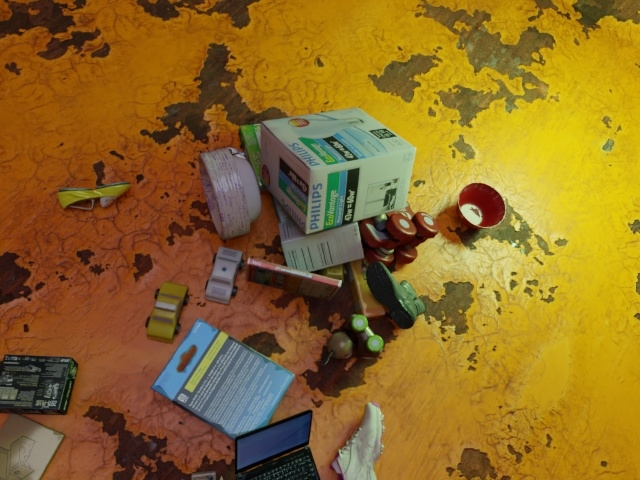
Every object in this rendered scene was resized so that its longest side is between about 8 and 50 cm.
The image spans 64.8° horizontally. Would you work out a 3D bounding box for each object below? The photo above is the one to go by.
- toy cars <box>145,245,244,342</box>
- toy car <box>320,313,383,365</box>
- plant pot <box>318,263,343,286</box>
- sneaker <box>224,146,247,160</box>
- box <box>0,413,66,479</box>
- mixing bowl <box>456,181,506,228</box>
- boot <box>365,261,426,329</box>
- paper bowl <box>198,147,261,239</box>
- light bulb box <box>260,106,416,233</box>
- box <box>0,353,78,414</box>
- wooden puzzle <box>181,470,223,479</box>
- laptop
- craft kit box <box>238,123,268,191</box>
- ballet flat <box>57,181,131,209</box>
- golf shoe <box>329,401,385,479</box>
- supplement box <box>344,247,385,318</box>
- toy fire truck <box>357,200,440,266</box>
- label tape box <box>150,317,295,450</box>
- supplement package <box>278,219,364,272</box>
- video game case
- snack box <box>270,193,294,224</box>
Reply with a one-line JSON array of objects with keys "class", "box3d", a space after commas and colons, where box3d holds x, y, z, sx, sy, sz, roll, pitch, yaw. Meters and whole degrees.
[{"class": "toy cars", "box3d": [-0.387, 0.155, 1.573, 0.394, 0.087, 0.176, -34, 78, -20]}, {"class": "toy car", "box3d": [0.081, 0.334, 1.556, 0.188, 0.155, 0.149, -35, 78, -11]}, {"class": "plant pot", "box3d": [0.041, 0.103, 1.671, 0.082, 0.083, 0.081, 5, 68, -9]}, {"class": "sneaker", "box3d": [-0.301, -0.299, 1.795, 0.109, 0.040, 0.043, 14, 69, -4]}, {"class": "box", "box3d": [-0.818, 0.591, 1.360, 0.165, 0.021, 0.201, 24, 66, 0]}, {"class": "mixing bowl", "box3d": [0.569, -0.112, 1.841, 0.182, 0.098, 0.181, 4, 69, -9]}, {"class": "boot", "box3d": [0.247, 0.163, 1.651, 0.246, 0.083, 0.161, 58, 30, 0]}, {"class": "paper bowl", "box3d": [-0.282, -0.154, 1.608, 0.148, 0.284, 0.284, -15, 72, -16]}, {"class": "light bulb box", "box3d": [0.040, -0.236, 1.593, 0.361, 0.225, 0.358, -15, 40, -24]}, {"class": "box", "box3d": [-0.791, 0.401, 1.399, 0.180, 0.077, 0.147, 4, 59, -9]}, {"class": "wooden puzzle", "box3d": [-0.326, 0.687, 1.411, 0.116, 0.014, 0.078, -9, 70, -13]}, {"class": "laptop", "box3d": [-0.101, 0.636, 1.381, 0.234, 0.136, 0.264, -11, 71, -26]}, {"class": "craft kit box", "box3d": [-0.142, -0.307, 1.801, 0.247, 0.061, 0.249, -10, 70, -25]}, {"class": "ballet flat", "box3d": [-0.734, -0.141, 1.647, 0.231, 0.077, 0.077, -8, 91, -10]}, {"class": "golf shoe", "box3d": [0.106, 0.618, 1.464, 0.140, 0.115, 0.306, 13, 66, -1]}, {"class": "supplement box", "box3d": [0.143, 0.147, 1.676, 0.078, 0.080, 0.233, -7, 72, -14]}, {"class": "toy fire truck", "box3d": [0.231, -0.061, 1.700, 0.302, 0.169, 0.253, -5, 51, -41]}, {"class": "label tape box", "box3d": [-0.280, 0.419, 1.476, 0.334, 0.106, 0.240, 31, 68, 3]}, {"class": "supplement package", "box3d": [0.000, 0.000, 1.624, 0.244, 0.133, 0.139, -14, 30, 0]}, {"class": "video game case", "box3d": [-0.091, 0.125, 1.573, 0.285, 0.204, 0.025, 14, 70, -4]}, {"class": "snack box", "box3d": [0.004, -0.120, 1.766, 0.322, 0.060, 0.187, -12, 72, -14]}]
